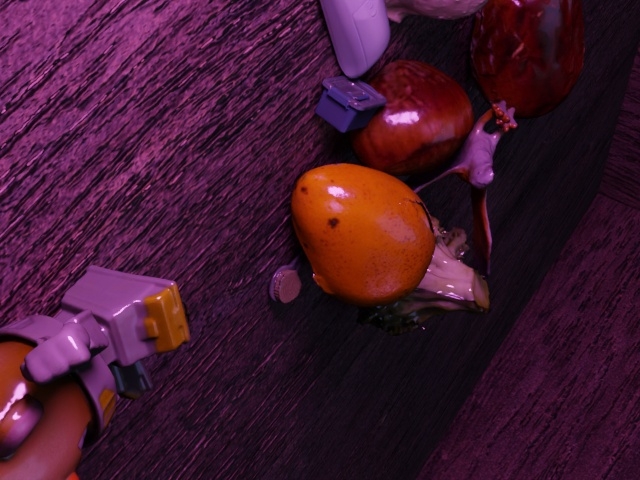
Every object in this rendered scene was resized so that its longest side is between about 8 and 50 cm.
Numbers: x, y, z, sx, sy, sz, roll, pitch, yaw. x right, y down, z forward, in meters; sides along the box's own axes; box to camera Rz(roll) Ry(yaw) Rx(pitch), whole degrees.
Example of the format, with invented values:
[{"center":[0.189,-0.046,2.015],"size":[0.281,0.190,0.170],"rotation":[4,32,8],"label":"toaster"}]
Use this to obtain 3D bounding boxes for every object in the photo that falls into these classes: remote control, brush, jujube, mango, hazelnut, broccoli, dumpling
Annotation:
[{"center":[0.047,-0.325,1.418],"size":[0.103,0.051,0.293],"rotation":[-57,157,-14],"label":"remote control"},{"center":[0.000,0.000,1.703],"size":[0.266,0.027,0.062],"rotation":[-52,142,-32],"label":"brush"},{"center":[0.375,-0.369,1.939],"size":[0.223,0.223,0.318],"rotation":[-53,152,-28],"label":"jujube"},{"center":[0.067,-0.015,1.613],"size":[0.290,0.191,0.160],"rotation":[46,24,-43],"label":"mango"},{"center":[0.134,-0.188,1.632],"size":[0.204,0.178,0.178],"rotation":[-26,145,-16],"label":"hazelnut"},{"center":[0.183,0.058,1.906],"size":[0.288,0.245,0.248],"rotation":[-61,143,-43],"label":"broccoli"},{"center":[0.160,-0.373,1.533],"size":[0.179,0.131,0.252],"rotation":[-24,-179,22],"label":"dumpling"}]

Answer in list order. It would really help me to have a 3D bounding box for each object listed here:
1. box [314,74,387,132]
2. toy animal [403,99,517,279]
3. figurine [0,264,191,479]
[{"center":[0.040,-0.194,1.525],"size":[0.099,0.074,0.054],"rotation":[-24,146,-59],"label":"box"},{"center":[0.249,-0.132,1.797],"size":[0.302,0.225,0.284],"rotation":[-55,-162,42],"label":"toy animal"},{"center":[-0.274,0.163,1.043],"size":[0.285,0.167,0.342],"rotation":[-46,156,-47],"label":"figurine"}]
